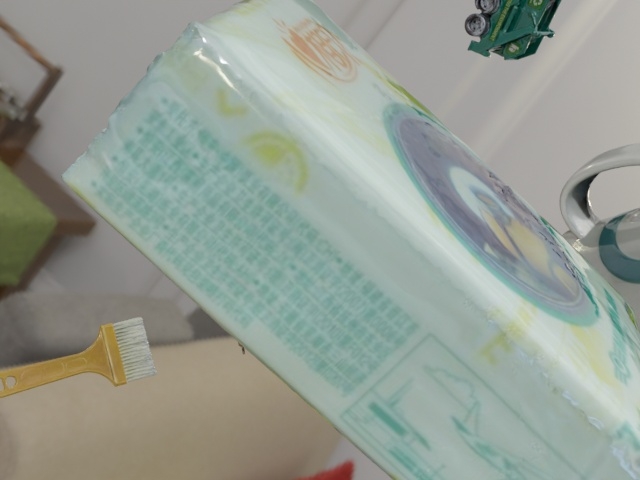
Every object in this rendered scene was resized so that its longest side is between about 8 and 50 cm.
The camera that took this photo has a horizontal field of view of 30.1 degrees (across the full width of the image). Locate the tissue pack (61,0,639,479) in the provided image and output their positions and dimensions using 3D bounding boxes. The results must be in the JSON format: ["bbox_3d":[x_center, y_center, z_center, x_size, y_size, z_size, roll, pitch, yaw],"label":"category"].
[{"bbox_3d":[0.049,0.010,0.823,0.388,0.162,0.287,43,19,-5],"label":"tissue pack"}]

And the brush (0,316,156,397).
[{"bbox_3d":[-0.402,0.202,1.916,0.013,0.272,0.103,-20,-96,64],"label":"brush"}]

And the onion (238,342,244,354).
[{"bbox_3d":[0.000,0.000,1.450,0.232,0.314,0.314,-6,37,-29],"label":"onion"}]

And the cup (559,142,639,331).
[{"bbox_3d":[0.361,0.037,1.218,0.219,0.257,0.290,-37,102,-42],"label":"cup"}]

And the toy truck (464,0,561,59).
[{"bbox_3d":[0.320,-0.376,1.845,0.116,0.216,0.110,33,23,24],"label":"toy truck"}]
